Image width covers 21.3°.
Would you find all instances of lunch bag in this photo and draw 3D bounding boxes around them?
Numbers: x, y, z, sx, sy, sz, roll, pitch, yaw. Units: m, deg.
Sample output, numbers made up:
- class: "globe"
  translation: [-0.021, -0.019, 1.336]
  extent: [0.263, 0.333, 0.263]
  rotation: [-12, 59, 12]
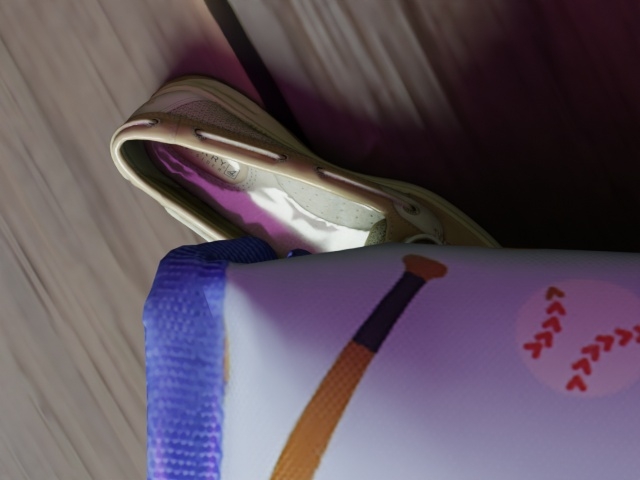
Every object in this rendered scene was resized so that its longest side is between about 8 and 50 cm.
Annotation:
- class: "lunch bag"
  translation: [0.121, 0.197, 0.411]
  extent: [0.328, 0.239, 0.385]
  rotation: [3, 89, 11]

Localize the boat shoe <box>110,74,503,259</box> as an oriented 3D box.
- class: "boat shoe"
  translation: [0.000, -0.002, 0.577]
  extent: [0.153, 0.048, 0.056]
  rotation: [34, 117, 0]
